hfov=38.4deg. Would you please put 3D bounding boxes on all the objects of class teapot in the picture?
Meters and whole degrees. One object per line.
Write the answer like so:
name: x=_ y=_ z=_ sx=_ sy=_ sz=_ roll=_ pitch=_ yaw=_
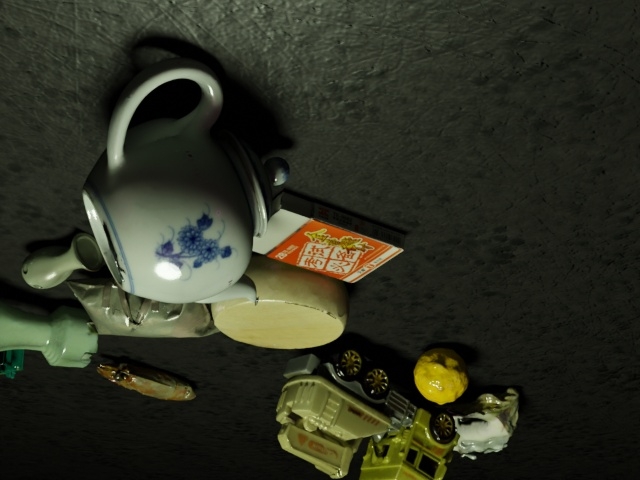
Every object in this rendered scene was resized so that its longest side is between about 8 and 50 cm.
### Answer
teapot: x=-0.167 y=-0.054 z=1.250 sx=0.280 sy=0.252 sz=0.423 roll=-23 pitch=131 yaw=-18

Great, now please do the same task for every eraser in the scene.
eraser: x=0.000 y=0.000 z=1.504 sx=0.230 sy=0.038 sz=0.157 roll=19 pitch=149 yaw=-24

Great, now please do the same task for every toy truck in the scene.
toy truck: x=-0.751 y=0.268 z=2.055 sx=0.216 sy=0.110 sz=0.116 roll=-11 pitch=159 yaw=26
toy truck: x=0.091 y=0.396 z=1.935 sx=0.405 sy=0.254 sz=0.181 roll=36 pitch=151 yaw=-22

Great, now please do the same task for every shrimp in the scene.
shrimp: x=-0.421 y=0.337 z=2.177 sx=0.154 sy=0.062 sz=0.294 roll=-9 pitch=151 yaw=35

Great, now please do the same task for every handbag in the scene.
handbag: x=-0.328 y=0.119 z=1.707 sx=0.271 sy=0.117 sz=0.182 roll=2 pitch=143 yaw=8

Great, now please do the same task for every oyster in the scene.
oyster: x=0.313 y=0.416 z=2.161 sx=0.351 sy=0.114 sz=0.238 roll=-24 pitch=132 yaw=34

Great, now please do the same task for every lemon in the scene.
lemon: x=0.252 y=0.283 z=1.913 sx=0.114 sy=0.114 sz=0.155 roll=-2 pitch=155 yaw=13

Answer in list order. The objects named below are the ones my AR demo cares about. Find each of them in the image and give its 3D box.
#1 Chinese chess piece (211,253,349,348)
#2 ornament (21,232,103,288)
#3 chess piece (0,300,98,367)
Chinese chess piece: x=-0.072 y=0.114 z=1.668 sx=0.251 sy=0.097 sz=0.250 roll=3 pitch=153 yaw=2
ornament: x=-0.458 y=0.038 z=1.618 sx=0.156 sy=0.081 sz=0.074 roll=-20 pitch=110 yaw=33
chess piece: x=-0.594 y=0.173 z=1.791 sx=0.299 sy=0.194 sz=0.195 roll=13 pitch=152 yaw=-33
